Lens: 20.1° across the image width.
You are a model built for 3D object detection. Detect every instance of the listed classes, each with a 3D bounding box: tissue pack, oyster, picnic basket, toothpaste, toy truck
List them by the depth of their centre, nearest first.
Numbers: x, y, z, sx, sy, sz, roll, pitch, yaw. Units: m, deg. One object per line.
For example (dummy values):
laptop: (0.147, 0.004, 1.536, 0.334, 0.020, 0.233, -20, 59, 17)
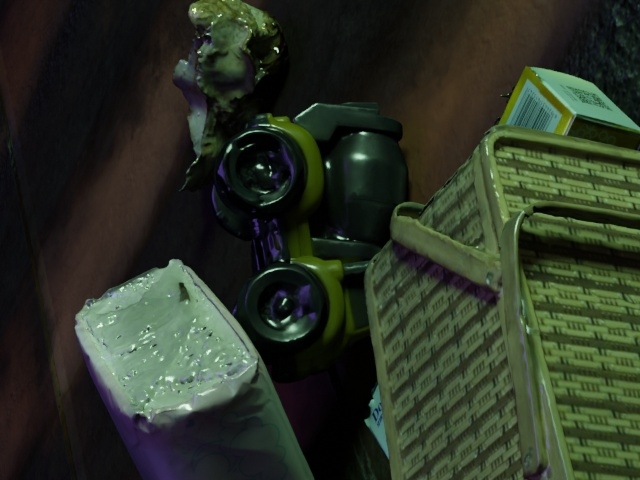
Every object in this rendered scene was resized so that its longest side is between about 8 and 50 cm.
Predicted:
picnic basket: (0.170, 0.099, 1.022, 0.175, 0.228, 0.312, -50, 39, 46)
toothpaste: (0.125, 0.033, 1.309, 0.312, 0.071, 0.089, -66, 32, 22)
tissue pack: (-0.082, 0.174, 1.450, 0.201, 0.124, 0.271, 44, 159, 55)
toy truck: (0.000, 0.000, 1.491, 0.147, 0.165, 0.224, 117, 145, -78)
oyster: (-0.096, -0.153, 1.798, 0.232, 0.107, 0.161, 106, 154, -51)
